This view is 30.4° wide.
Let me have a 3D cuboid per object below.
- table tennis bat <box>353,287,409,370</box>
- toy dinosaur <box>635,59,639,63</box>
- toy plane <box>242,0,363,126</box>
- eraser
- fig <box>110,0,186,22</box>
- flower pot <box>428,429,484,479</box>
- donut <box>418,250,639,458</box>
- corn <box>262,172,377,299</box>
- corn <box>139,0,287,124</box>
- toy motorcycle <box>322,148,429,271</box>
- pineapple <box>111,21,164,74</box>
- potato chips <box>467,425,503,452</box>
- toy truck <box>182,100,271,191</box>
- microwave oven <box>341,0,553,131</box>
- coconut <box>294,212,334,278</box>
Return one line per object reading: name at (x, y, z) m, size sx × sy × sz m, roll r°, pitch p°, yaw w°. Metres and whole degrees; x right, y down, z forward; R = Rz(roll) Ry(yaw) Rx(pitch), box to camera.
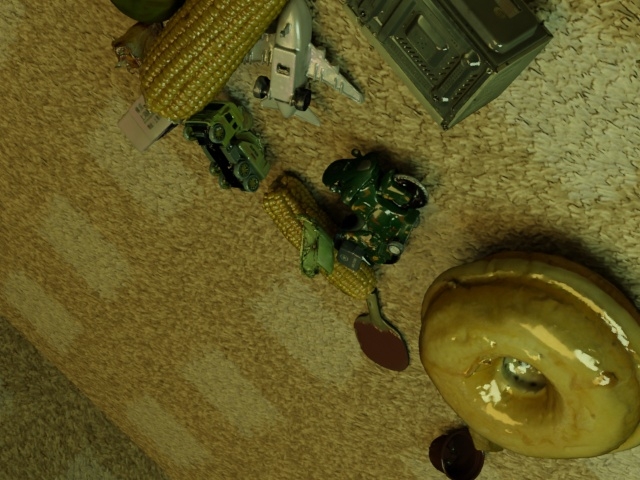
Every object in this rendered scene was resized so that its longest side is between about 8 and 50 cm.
table tennis bat at (0.117, 0.182, 2.397) m, size 0.131 × 0.022 × 0.234 m, roll 19°, pitch 141°, yaw 32°
toy dinosaur at (0.499, -0.245, 1.530) m, size 0.162 × 0.039 × 0.126 m, roll 34°, pitch 136°, yaw 22°
toy plane at (-0.049, -0.294, 1.971) m, size 0.251 × 0.101 × 0.255 m, roll 19°, pitch 141°, yaw 13°
eraser at (-0.266, -0.271, 2.194) m, size 0.086 × 0.130 × 0.287 m, roll 50°, pitch 147°, yaw -6°
fig at (-0.303, -0.474, 1.945) m, size 0.225 × 0.203 × 0.203 m, roll 34°, pitch 146°, yaw 2°
flower pot at (0.274, 0.447, 2.459) m, size 0.111 × 0.111 × 0.089 m, roll 53°, pitch 156°, yaw -14°
donut at (0.368, 0.201, 1.990) m, size 0.449 × 0.198 × 0.448 m, roll 24°, pitch 138°, yaw 24°
corn at (0.000, 0.000, 2.252) m, size 0.291 × 0.101 × 0.101 m, roll 48°, pitch 146°, yaw -12°
corn at (-0.169, -0.347, 1.912) m, size 0.144 × 0.144 × 0.387 m, roll 42°, pitch 123°, yaw 2°
toy motorcycle at (0.082, -0.052, 2.089) m, size 0.187 × 0.124 × 0.274 m, roll 27°, pitch 144°, yaw 7°
pineapple at (-0.327, -0.364, 2.193) m, size 0.069 × 0.137 × 0.116 m, roll 16°, pitch 96°, yaw 30°
potato chips at (0.308, 0.305, 2.288) m, size 0.057 × 0.080 × 0.407 m, roll 8°, pitch 135°, yaw 26°
toy truck at (-0.161, -0.181, 2.200) m, size 0.085 × 0.116 × 0.191 m, roll 5°, pitch 140°, yaw 43°
microwave oven at (0.175, -0.309, 1.654) m, size 0.240 × 0.145 × 0.194 m, roll 52°, pitch 150°, yaw 7°
coconut at (-0.008, 0.010, 2.135) m, size 0.158 × 0.055 × 0.133 m, roll -163°, pitch 61°, yaw -75°
